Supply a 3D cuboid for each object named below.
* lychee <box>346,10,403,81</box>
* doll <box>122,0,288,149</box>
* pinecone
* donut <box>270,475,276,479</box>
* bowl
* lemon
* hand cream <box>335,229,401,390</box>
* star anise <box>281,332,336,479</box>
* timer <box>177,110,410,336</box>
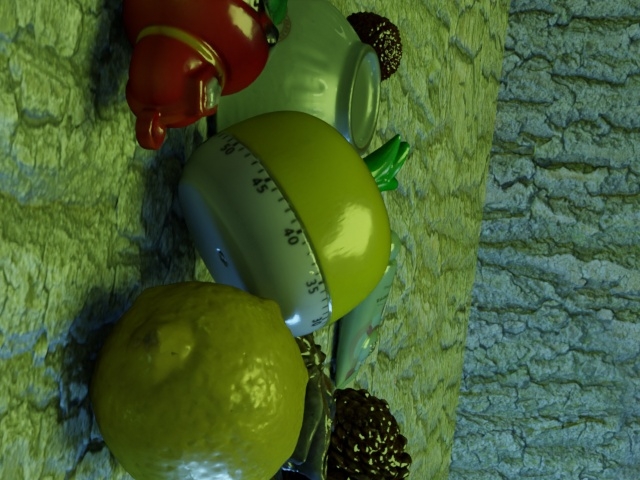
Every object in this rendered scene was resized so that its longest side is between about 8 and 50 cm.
[{"bbox_3d":[0.075,-0.312,2.097,0.129,0.123,0.123,-98,-173,-67],"label":"lychee"},{"bbox_3d":[-0.120,-0.245,1.348,0.183,0.160,0.363,71,32,-55],"label":"doll"},{"bbox_3d":[0.034,0.353,2.079,0.221,0.221,0.221,7,90,-74],"label":"pinecone"},{"bbox_3d":[-0.131,0.390,1.683,0.269,0.103,0.270,6,90,-72],"label":"donut"},{"bbox_3d":[-0.012,-0.192,1.732,0.337,0.157,0.337,7,90,-73],"label":"bowl"},{"bbox_3d":[-0.127,0.161,1.378,0.288,0.233,0.233,67,33,-57],"label":"lemon"},{"bbox_3d":[0.073,0.123,2.353,0.147,0.093,0.306,-33,137,-69],"label":"hand cream"},{"bbox_3d":[-0.057,0.174,1.754,0.332,0.117,0.332,-19,90,-85],"label":"star anise"},{"bbox_3d":[-0.004,-0.042,1.530,0.285,0.285,0.285,7,90,-74],"label":"timer"}]
